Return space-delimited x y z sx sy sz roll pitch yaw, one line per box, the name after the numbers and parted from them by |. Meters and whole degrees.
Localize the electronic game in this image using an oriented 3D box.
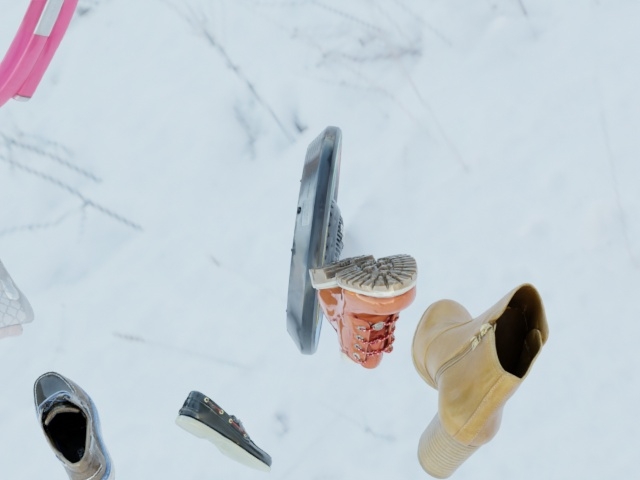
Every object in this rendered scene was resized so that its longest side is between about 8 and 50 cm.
0.000 0.000 1.494 0.048 0.229 0.229 6 55 3 | electronic game

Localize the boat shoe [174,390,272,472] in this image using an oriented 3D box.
-0.096 0.205 1.594 0.049 0.133 0.042 -8 50 49 | boat shoe

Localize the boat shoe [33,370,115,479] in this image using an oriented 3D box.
-0.281 0.202 1.683 0.066 0.066 0.183 -32 47 -9 | boat shoe

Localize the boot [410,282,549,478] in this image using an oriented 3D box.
0.190 0.115 1.724 0.211 0.104 0.295 -58 13 37 | boot

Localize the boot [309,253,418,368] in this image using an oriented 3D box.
0.040 0.055 1.120 0.059 0.085 0.158 -14 2 -14 | boot

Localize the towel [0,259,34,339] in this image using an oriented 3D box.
-0.519 -0.014 1.802 0.053 0.317 0.332 -38 75 22 | towel

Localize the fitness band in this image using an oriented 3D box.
-0.369 -0.269 1.653 0.209 0.054 0.291 35 103 24 | fitness band
